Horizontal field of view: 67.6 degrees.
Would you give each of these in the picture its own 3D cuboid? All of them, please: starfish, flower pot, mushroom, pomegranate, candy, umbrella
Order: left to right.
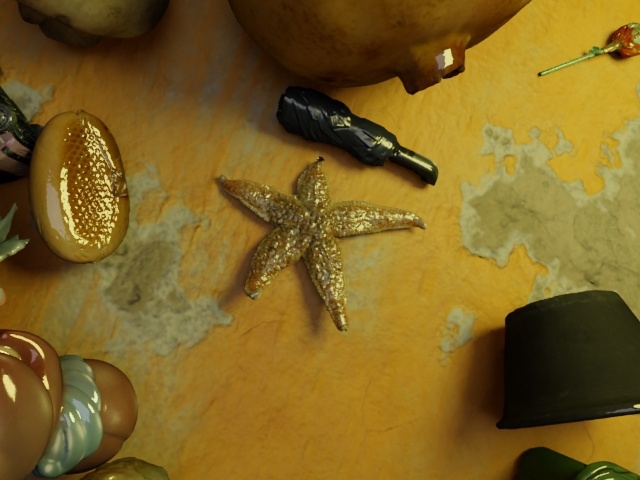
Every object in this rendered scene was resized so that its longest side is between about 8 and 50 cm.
[{"bbox_3d":[-0.303,-0.346,0.567,0.254,0.184,0.255,12,53,-16],"label":"mushroom"},{"bbox_3d":[-0.001,0.002,0.650,0.294,0.048,0.232,10,74,-9],"label":"starfish"},{"bbox_3d":[0.058,-0.145,0.665,0.248,0.071,0.071,19,83,-10],"label":"umbrella"},{"bbox_3d":[0.078,-0.355,0.532,0.415,0.416,0.418,1,85,-8],"label":"pomegranate"},{"bbox_3d":[0.327,0.153,0.614,0.234,0.235,0.148,-5,65,-8],"label":"flower pot"},{"bbox_3d":[0.422,-0.289,0.739,0.184,0.049,0.056,-20,59,-3],"label":"candy"}]

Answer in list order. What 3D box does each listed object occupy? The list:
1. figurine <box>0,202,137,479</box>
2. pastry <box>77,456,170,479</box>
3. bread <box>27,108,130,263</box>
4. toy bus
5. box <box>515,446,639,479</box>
[{"bbox_3d":[-0.381,0.101,0.475,0.276,0.248,0.389,-18,94,-6],"label":"figurine"},{"bbox_3d":[-0.272,0.346,0.463,0.136,0.330,0.330,43,81,8],"label":"pastry"},{"bbox_3d":[-0.297,-0.063,0.589,0.114,0.077,0.190,-2,81,-42],"label":"bread"},{"bbox_3d":[-0.431,-0.160,0.579,0.108,0.096,0.199,-37,89,-5],"label":"toy bus"},{"bbox_3d":[0.329,0.446,0.594,0.252,0.178,0.329,29,80,-6],"label":"box"}]
